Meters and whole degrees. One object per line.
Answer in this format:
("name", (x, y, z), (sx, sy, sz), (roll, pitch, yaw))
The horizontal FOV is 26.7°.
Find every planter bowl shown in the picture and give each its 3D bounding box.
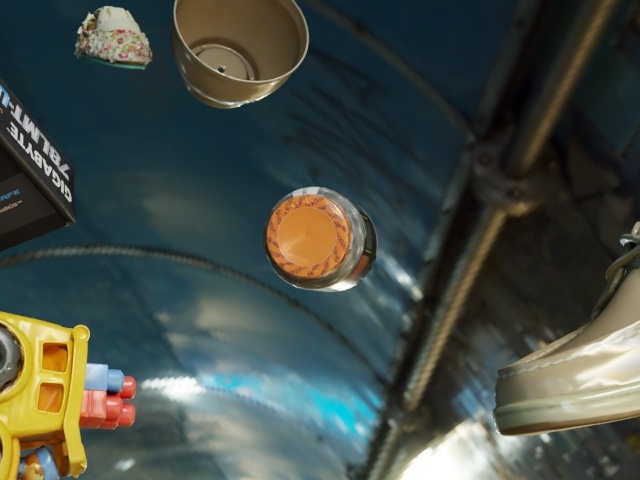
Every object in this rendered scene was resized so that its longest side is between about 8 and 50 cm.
("planter bowl", (-0.108, -0.224, 1.590), (0.162, 0.162, 0.109), (-29, -14, -32))

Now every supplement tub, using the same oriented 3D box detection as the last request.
("supplement tub", (0.000, 0.000, 1.544), (0.117, 0.117, 0.190), (-38, -9, 5))

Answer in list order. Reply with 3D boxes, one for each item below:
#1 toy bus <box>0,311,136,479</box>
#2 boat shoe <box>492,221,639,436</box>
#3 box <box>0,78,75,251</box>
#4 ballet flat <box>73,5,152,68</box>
("toy bus", (-0.301, 0.191, 1.421), (0.211, 0.220, 0.149), (9, -22, -17))
("boat shoe", (0.206, 0.027, 0.763), (0.302, 0.098, 0.109), (-20, 1, -31))
("box", (-0.381, -0.072, 1.001), (0.295, 0.073, 0.293), (-19, -41, 11))
("ballet flat", (-0.271, -0.260, 1.719), (0.091, 0.077, 0.241), (1, 8, -22))
